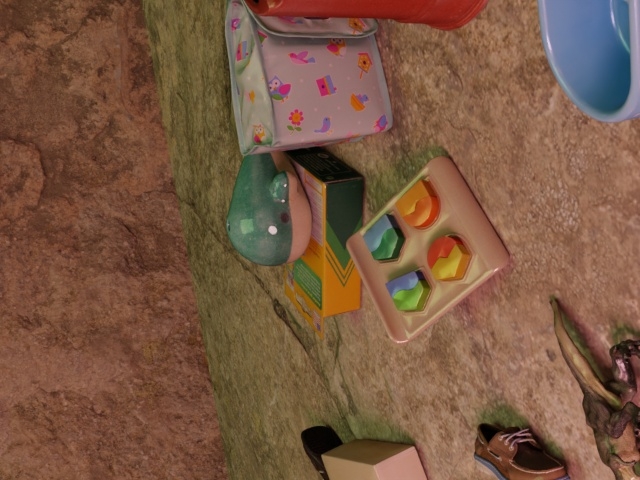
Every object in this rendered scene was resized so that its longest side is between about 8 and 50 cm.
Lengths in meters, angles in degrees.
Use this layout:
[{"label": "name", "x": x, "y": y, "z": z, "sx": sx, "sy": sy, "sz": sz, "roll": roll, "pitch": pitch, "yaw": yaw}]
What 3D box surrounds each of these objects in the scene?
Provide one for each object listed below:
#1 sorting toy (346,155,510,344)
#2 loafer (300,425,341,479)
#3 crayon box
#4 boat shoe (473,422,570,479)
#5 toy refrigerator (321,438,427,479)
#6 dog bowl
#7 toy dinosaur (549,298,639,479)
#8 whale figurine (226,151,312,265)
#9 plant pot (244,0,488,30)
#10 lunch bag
[{"label": "sorting toy", "x": 0.135, "y": 0.013, "z": 1.025, "sx": 0.208, "sy": 0.038, "sz": 0.193, "roll": -43, "pitch": 56, "yaw": 29}, {"label": "loafer", "x": 0.018, "y": 0.493, "z": 1.620, "sx": 0.220, "sy": 0.080, "sz": 0.078, "roll": -135, "pitch": 40, "yaw": -54}, {"label": "crayon box", "x": 0.000, "y": 0.000, "z": 1.422, "sx": 0.203, "sy": 0.083, "sz": 0.322, "roll": -136, "pitch": 41, "yaw": -55}, {"label": "boat shoe", "x": 0.252, "y": 0.279, "z": 0.966, "sx": 0.183, "sy": 0.066, "sz": 0.066, "roll": 167, "pitch": 93, "yaw": -68}, {"label": "toy refrigerator", "x": 0.102, "y": 0.438, "z": 1.380, "sx": 0.102, "sy": 0.094, "sz": 0.269, "roll": 69, "pitch": 158, "yaw": 5}, {"label": "dog bowl", "x": 0.241, "y": -0.227, "z": 0.605, "sx": 0.166, "sy": 0.074, "sz": 0.297, "roll": 57, "pitch": 170, "yaw": 52}, {"label": "toy dinosaur", "x": 0.311, "y": 0.168, "z": 0.781, "sx": 0.118, "sy": 0.064, "sz": 0.268, "roll": 109, "pitch": 147, "yaw": -62}, {"label": "whale figurine", "x": -0.112, "y": -0.086, "z": 1.354, "sx": 0.216, "sy": 0.141, "sz": 0.272, "roll": 159, "pitch": 99, "yaw": -68}, {"label": "plant pot", "x": 0.041, "y": -0.383, "z": 0.890, "sx": 0.272, "sy": 0.265, "sz": 0.272, "roll": 168, "pitch": 90, "yaw": -68}, {"label": "lunch bag", "x": -0.025, "y": -0.280, "z": 1.158, "sx": 0.160, "sy": 0.223, "sz": 0.262, "roll": -4, "pitch": 95, "yaw": 62}]
